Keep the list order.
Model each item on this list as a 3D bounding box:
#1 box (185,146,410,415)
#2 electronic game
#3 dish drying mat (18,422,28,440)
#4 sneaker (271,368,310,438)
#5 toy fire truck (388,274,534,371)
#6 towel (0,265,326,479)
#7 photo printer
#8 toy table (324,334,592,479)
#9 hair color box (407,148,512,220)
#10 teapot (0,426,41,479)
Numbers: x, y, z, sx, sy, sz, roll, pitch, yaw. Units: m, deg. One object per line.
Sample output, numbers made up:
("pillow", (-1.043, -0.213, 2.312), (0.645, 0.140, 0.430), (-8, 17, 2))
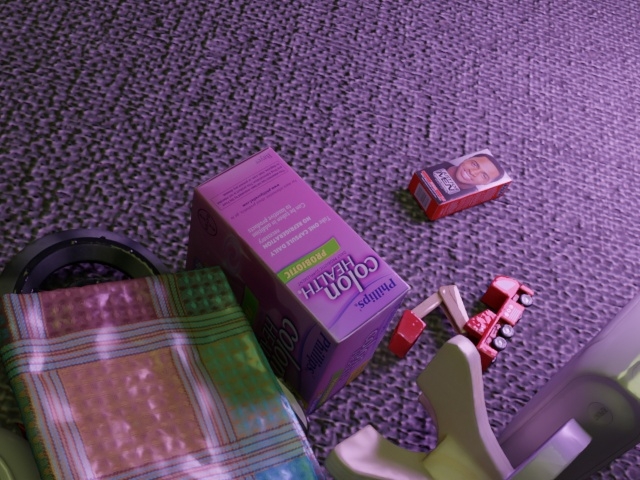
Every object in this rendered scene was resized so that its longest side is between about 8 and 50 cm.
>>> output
("box", (-0.042, 0.055, 0.943), (0.117, 0.213, 0.243), (-34, 70, -31))
("electronic game", (-0.276, 0.089, 0.951), (0.229, 0.048, 0.229), (12, 58, -21))
("dish drying mat", (-0.306, 0.218, 0.848), (0.032, 0.083, 0.008), (33, 58, 9))
("sneaker", (-0.134, 0.165, 0.909), (0.271, 0.100, 0.108), (33, 67, -5))
("toy fire truck", (0.193, 0.105, 1.066), (0.135, 0.047, 0.192), (33, 55, 12))
("towel", (-0.136, 0.191, 0.758), (0.271, 0.040, 0.370), (-7, 58, -40))
("photo printer", (0.346, 0.158, 0.906), (0.256, 0.307, 0.107), (-34, 69, -31))
("toy table", (0.135, 0.235, 0.833), (0.161, 0.274, 0.252), (45, 23, 20))
("hair color box", (0.213, -0.086, 1.205), (0.141, 0.043, 0.072), (-19, 62, -25))
("teapot", (-0.356, 0.277, 0.734), (0.256, 0.187, 0.252), (27, 55, 5))
